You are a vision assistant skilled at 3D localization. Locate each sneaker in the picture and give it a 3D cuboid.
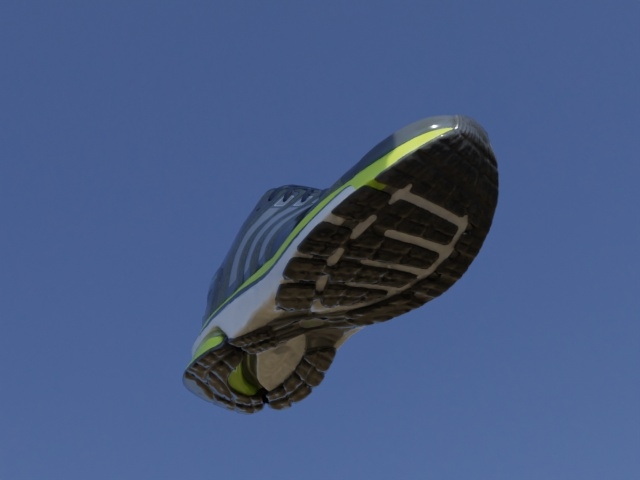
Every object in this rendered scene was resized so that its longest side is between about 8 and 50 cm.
[{"bbox_3d":[0.000,0.000,0.787,0.111,0.121,0.300,22,-43,-30],"label":"sneaker"}]
